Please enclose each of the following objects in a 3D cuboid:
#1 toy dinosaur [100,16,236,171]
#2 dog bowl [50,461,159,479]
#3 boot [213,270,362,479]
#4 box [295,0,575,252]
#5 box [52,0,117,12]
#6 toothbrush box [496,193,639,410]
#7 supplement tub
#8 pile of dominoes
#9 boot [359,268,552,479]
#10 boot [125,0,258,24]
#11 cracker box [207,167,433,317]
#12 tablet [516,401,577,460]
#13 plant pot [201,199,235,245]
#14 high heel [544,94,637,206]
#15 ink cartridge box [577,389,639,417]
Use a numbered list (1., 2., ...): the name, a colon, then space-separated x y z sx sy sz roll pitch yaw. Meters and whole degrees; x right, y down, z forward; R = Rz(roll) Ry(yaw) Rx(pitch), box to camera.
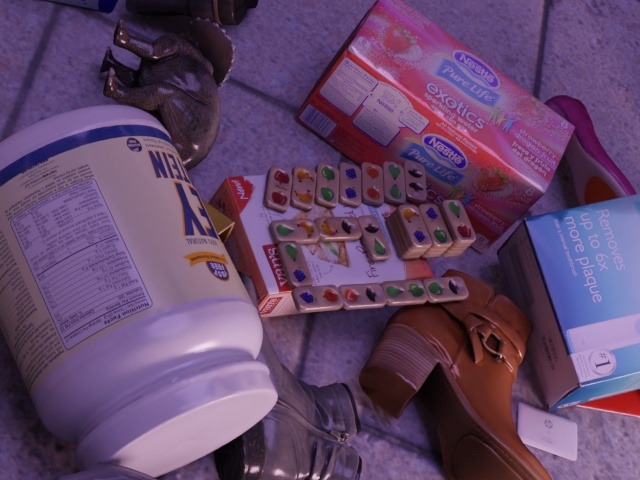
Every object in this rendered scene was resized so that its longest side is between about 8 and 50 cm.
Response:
1. toy dinosaur: -0.173 -0.159 1.749 0.160 0.121 0.314 12 51 -16
2. dog bowl: -0.195 0.364 1.311 0.348 0.102 0.349 4 81 -28
3. boot: -0.040 0.158 1.651 0.161 0.083 0.247 8 63 -33
4. box: 0.144 -0.148 1.905 0.300 0.154 0.142 35 49 -5
5. box: -0.290 -0.345 1.797 0.137 0.126 0.072 7 56 -27
6. toothbrush box: 0.394 0.062 1.858 0.295 0.126 0.216 -11 73 -15
7. supplement tub: -0.200 0.056 1.509 0.235 0.235 0.325 -14 68 -37
8. pile of dominoes: 0.058 -0.018 1.750 0.251 0.040 0.196 -3 59 -33
9. boot: 0.195 0.175 1.767 0.283 0.109 0.220 38 44 6
10. boot: -0.152 -0.323 1.906 0.137 0.077 0.198 3 20 9
11. cracker box: 0.000 0.000 1.777 0.232 0.067 0.156 -6 62 -33
12. tablet: 0.271 0.228 1.826 0.083 0.006 0.054 21 51 -18
13. plant pot: -0.160 -0.005 1.682 0.083 0.081 0.081 42 48 12
14. high heel: 0.377 -0.105 2.045 0.117 0.082 0.244 -20 50 -34
15. ink cartridge box: 0.423 0.101 1.967 0.238 0.060 0.275 13 54 -24
